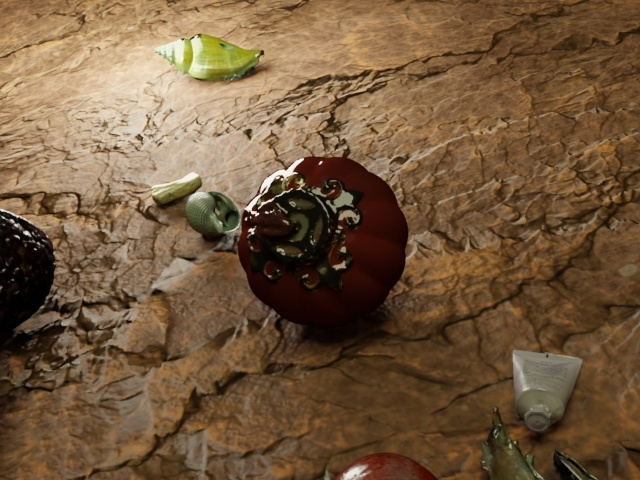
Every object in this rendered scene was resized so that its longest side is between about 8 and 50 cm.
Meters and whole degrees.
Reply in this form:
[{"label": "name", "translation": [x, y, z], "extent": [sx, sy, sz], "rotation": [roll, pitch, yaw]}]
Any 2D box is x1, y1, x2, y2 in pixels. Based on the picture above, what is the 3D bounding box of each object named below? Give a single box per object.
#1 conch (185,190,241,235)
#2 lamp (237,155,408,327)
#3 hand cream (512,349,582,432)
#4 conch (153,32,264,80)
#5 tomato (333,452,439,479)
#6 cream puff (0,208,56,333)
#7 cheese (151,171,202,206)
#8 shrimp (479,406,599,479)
[{"label": "conch", "translation": [-0.162, -0.035, 1.398], "extent": [0.076, 0.056, 0.085], "rotation": [-16, 67, -38]}, {"label": "lamp", "translation": [0.000, 0.000, 1.206], "extent": [0.227, 0.227, 0.227], "rotation": [-4, 39, 3]}, {"label": "hand cream", "translation": [0.261, 0.174, 1.098], "extent": [0.084, 0.053, 0.142], "rotation": [7, 26, 15]}, {"label": "conch", "translation": [-0.215, -0.346, 1.781], "extent": [0.201, 0.079, 0.095], "rotation": [10, 60, 6]}, {"label": "tomato", "translation": [0.068, 0.286, 0.898], "extent": [0.167, 0.167, 0.167], "rotation": [-4, 39, 3]}, {"label": "cream puff", "translation": [-0.472, 0.038, 1.223], "extent": [0.239, 0.239, 0.164], "rotation": [6, 70, 14]}, {"label": "cheese", "translation": [-0.229, -0.083, 1.485], "extent": [0.083, 0.030, 0.044], "rotation": [-28, 50, -16]}, {"label": "shrimp", "translation": [0.243, 0.262, 0.985], "extent": [0.126, 0.047, 0.223], "rotation": [-9, 42, -12]}]
